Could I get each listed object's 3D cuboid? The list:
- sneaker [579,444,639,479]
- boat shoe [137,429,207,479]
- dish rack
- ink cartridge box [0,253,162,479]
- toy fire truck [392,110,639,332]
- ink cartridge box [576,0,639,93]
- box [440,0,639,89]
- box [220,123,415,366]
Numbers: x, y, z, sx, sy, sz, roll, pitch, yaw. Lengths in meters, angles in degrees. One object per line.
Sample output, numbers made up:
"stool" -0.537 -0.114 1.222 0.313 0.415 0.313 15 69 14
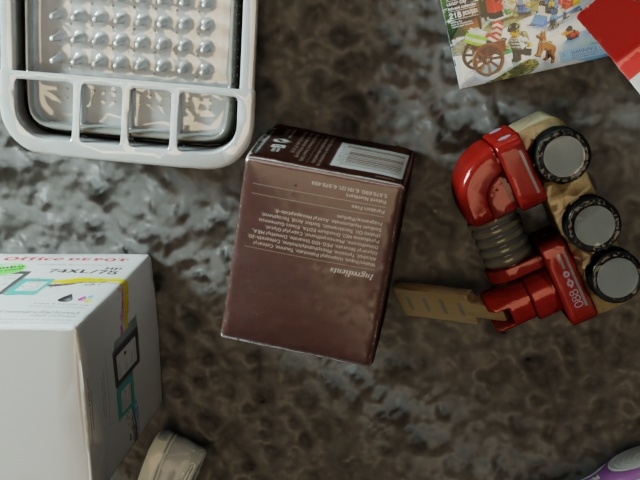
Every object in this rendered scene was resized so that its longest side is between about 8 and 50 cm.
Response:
"sneaker" 0.304 0.349 1.412 0.305 0.114 0.152 -24 101 14
"boat shoe" -0.192 0.345 1.502 0.081 0.079 0.227 18 105 7
"dish rack" -0.201 -0.254 1.329 0.285 0.072 0.333 6 107 7
"ink cartridge box" -0.309 0.142 1.358 0.198 0.270 0.197 0 105 8
"toy fire truck" 0.187 0.001 1.324 0.246 0.158 0.217 -25 102 4
"ink cartridge box" 0.395 -0.200 1.228 0.181 0.056 0.224 -40 122 17
"box" 0.242 -0.261 1.276 0.233 0.044 0.159 -12 105 11
"box" 0.000 0.000 1.324 0.167 0.168 0.203 11 107 4
